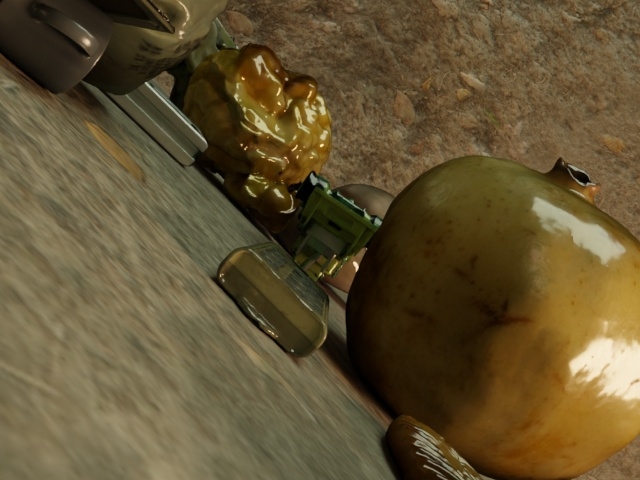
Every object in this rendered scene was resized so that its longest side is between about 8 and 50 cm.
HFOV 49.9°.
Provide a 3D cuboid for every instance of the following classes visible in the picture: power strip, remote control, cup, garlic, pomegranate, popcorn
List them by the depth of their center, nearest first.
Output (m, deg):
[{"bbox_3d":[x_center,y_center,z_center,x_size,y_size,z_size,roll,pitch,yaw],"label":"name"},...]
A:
[{"bbox_3d":[-0.209,-0.165,0.525,0.100,0.078,0.077,20,-13,46],"label":"cup"},{"bbox_3d":[-0.032,0.042,0.601,0.092,0.034,0.268,45,1,0],"label":"power strip"},{"bbox_3d":[0.187,0.069,0.704,0.332,0.332,0.332,45,1,-1],"label":"pomegranate"},{"bbox_3d":[-0.267,-0.218,0.930,0.277,0.055,0.103,44,2,-22],"label":"remote control"},{"bbox_3d":[-0.100,-0.176,1.192,0.265,0.225,0.332,-8,75,-38],"label":"popcorn"},{"bbox_3d":[0.057,0.042,1.274,0.246,0.231,0.340,-39,-103,48],"label":"garlic"}]

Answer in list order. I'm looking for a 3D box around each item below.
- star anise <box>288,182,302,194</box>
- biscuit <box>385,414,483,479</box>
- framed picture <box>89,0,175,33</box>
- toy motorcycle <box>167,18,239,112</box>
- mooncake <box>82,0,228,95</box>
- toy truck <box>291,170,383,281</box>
[{"bbox_3d":[-0.074,-0.086,1.600,0.190,0.126,0.220,45,-27,-4],"label":"star anise"},{"bbox_3d":[0.124,0.205,0.454,0.228,0.031,0.176,45,2,20],"label":"biscuit"},{"bbox_3d":[-0.255,-0.235,0.522,0.252,0.014,0.197,18,-11,26],"label":"framed picture"},{"bbox_3d":[-0.270,-0.355,1.320,0.410,0.237,0.168,46,-14,-26],"label":"toy motorcycle"},{"bbox_3d":[-0.221,-0.271,0.657,0.250,0.136,0.254,39,-23,-33],"label":"mooncake"},{"bbox_3d":[0.001,-0.002,1.034,0.128,0.135,0.259,34,-2,0],"label":"toy truck"}]
